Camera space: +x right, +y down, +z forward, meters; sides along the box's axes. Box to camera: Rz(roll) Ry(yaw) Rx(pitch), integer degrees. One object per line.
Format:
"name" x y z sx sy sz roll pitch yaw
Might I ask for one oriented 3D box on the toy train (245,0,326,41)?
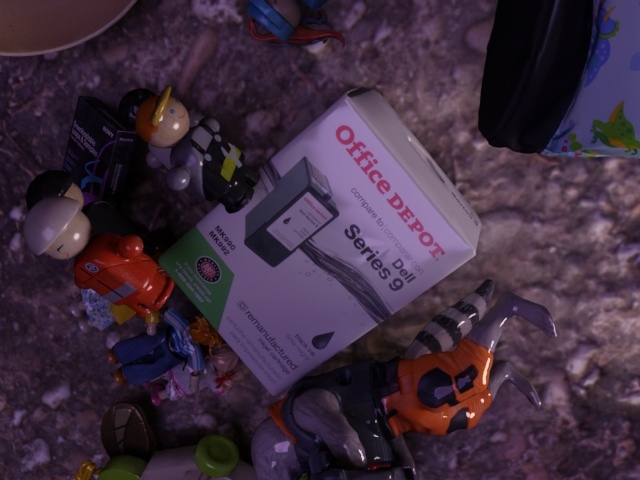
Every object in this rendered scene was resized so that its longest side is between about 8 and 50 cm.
"toy train" -0.075 -0.329 0.671 0.248 0.105 0.143 43 100 0

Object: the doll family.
"doll family" -0.202 0.104 0.835 0.163 0.118 0.263 -26 98 20

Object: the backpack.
"backpack" 0.345 -0.181 0.556 0.356 0.273 0.290 7 115 -5

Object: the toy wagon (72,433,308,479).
"toy wagon" -0.161 0.368 0.901 0.344 0.068 0.267 27 118 -1

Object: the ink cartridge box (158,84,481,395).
"ink cartridge box" 0.000 0.000 0.749 0.289 0.121 0.211 -39 93 22

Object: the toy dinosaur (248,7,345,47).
"toy dinosaur" -0.032 -0.227 0.721 0.082 0.090 0.047 -19 118 -26

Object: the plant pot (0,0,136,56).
"plant pot" -0.326 -0.360 0.680 0.284 0.284 0.191 -43 56 21

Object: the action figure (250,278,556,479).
"action figure" 0.077 0.190 0.751 0.330 0.341 0.178 -21 67 -3

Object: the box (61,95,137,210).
"box" -0.278 -0.080 0.820 0.116 0.029 0.162 37 114 39

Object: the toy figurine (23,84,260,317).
"toy figurine" -0.187 -0.053 0.681 0.148 0.213 0.209 41 89 -25

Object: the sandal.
"sandal" -0.256 0.291 0.945 0.072 0.049 0.180 -3 120 12
